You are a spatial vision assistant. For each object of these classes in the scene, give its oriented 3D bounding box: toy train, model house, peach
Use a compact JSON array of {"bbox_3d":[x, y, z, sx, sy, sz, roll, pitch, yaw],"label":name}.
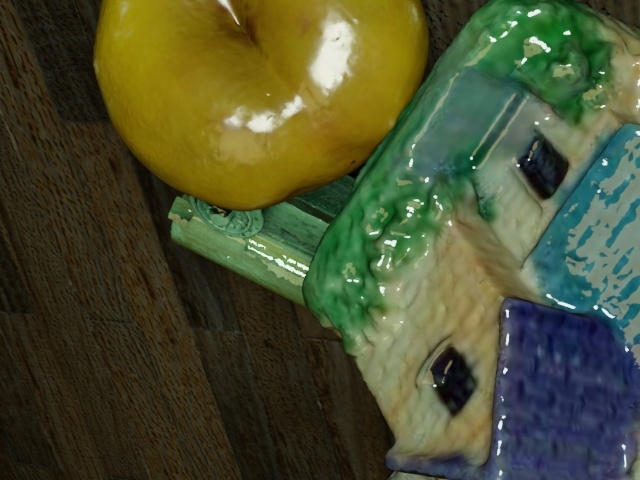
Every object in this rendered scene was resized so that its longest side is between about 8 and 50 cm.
[{"bbox_3d":[-0.003,0.007,1.164,0.307,0.126,0.189,26,135,3],"label":"toy train"},{"bbox_3d":[0.182,0.036,0.911,0.245,0.280,0.312,17,120,-33],"label":"model house"},{"bbox_3d":[-0.047,-0.147,1.001,0.251,0.153,0.251,0,89,10],"label":"peach"}]

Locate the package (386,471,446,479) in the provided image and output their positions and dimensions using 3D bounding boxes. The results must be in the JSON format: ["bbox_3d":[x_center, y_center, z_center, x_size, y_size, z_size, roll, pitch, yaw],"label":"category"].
[{"bbox_3d":[0.172,0.274,1.372,0.232,0.040,0.166,28,134,0],"label":"package"}]
